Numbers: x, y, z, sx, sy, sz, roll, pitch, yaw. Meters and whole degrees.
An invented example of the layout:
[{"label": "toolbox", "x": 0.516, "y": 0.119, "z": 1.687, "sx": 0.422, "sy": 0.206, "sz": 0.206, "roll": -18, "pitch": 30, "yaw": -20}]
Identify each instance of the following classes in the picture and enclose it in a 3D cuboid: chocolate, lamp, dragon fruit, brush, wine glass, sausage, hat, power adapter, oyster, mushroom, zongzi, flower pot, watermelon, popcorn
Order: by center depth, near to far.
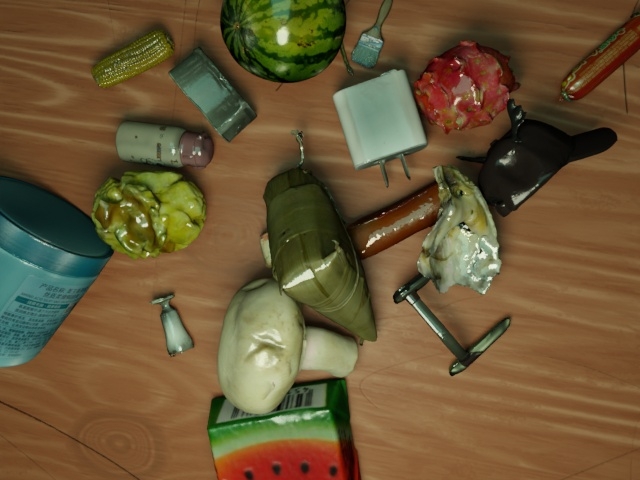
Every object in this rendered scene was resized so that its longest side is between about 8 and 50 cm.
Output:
[{"label": "hat", "x": 0.479, "y": -0.220, "z": 1.170, "sx": 0.336, "sy": 0.238, "sz": 0.209, "roll": -33, "pitch": 86, "yaw": -9}, {"label": "oyster", "x": 0.311, "y": -0.010, "z": 1.172, "sx": 0.275, "sy": 0.100, "sz": 0.271, "roll": 29, "pitch": 81, "yaw": -30}, {"label": "watermelon", "x": -0.083, "y": -0.508, "z": 1.178, "sx": 0.285, "sy": 0.285, "sz": 0.285, "roll": 0, "pitch": 92, "yaw": 5}, {"label": "dragon fruit", "x": 0.354, "y": -0.361, "z": 1.189, "sx": 0.268, "sy": 0.205, "sz": 0.210, "roll": -13, "pitch": 129, "yaw": -16}, {"label": "sausage", "x": 0.676, "y": -0.425, "z": 1.217, "sx": 0.264, "sy": 0.083, "sz": 0.083, "roll": -42, "pitch": 88, "yaw": 6}, {"label": "mushroom", "x": -0.119, "y": 0.246, "z": 1.218, "sx": 0.315, "sy": 0.356, "sz": 0.315, "roll": -5, "pitch": 78, "yaw": 26}, {"label": "zongzi", "x": 0.000, "y": 0.000, "z": 1.236, "sx": 0.182, "sy": 0.418, "sz": 0.447, "roll": -25, "pitch": 48, "yaw": 14}, {"label": "power adapter", "x": 0.155, "y": -0.260, "z": 1.245, "sx": 0.187, "sy": 0.124, "sz": 0.255, "roll": -18, "pitch": 91, "yaw": 7}, {"label": "lamp", "x": 0.330, "y": 0.178, "z": 1.247, "sx": 0.203, "sy": 0.124, "sz": 0.283, "roll": -39, "pitch": 91, "yaw": -5}, {"label": "popcorn", "x": -0.423, "y": -0.067, "z": 1.249, "sx": 0.258, "sy": 0.270, "sz": 0.223, "roll": -6, "pitch": 87, "yaw": 49}, {"label": "sausage", "x": 0.212, "y": -0.056, "z": 1.259, "sx": 0.330, "sy": 0.102, "sz": 0.102, "roll": -27, "pitch": 89, "yaw": 4}, {"label": "chocolate", "x": -0.087, "y": 0.550, "z": 1.269, "sx": 0.360, "sy": 0.161, "sz": 0.341, "roll": -11, "pitch": 94, "yaw": 5}, {"label": "flower pot", "x": -0.271, "y": -0.369, "z": 1.287, "sx": 0.108, "sy": 0.103, "sz": 0.229, "roll": -41, "pitch": 88, "yaw": 4}, {"label": "brush", "x": 0.142, "y": -0.536, "z": 1.290, "sx": 0.070, "sy": 0.021, "sz": 0.196, "roll": 24, "pitch": 91, "yaw": 5}, {"label": "wine glass", "x": -0.390, "y": 0.222, "z": 1.334, "sx": 0.072, "sy": 0.072, "sz": 0.155, "roll": -21, "pitch": 89, "yaw": 5}]

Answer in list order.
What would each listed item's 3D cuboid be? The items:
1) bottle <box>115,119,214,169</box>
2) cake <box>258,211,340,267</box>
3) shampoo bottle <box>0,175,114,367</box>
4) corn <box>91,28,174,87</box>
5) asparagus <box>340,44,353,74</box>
[{"label": "bottle", "x": -0.390, "y": -0.241, "z": 1.298, "sx": 0.233, "sy": 0.110, "sz": 0.109, "roll": 8, "pitch": 92, "yaw": 4}, {"label": "cake", "x": -0.045, "y": 0.004, "z": 1.288, "sx": 0.226, "sy": 0.090, "sz": 0.109, "roll": -18, "pitch": 86, "yaw": 4}, {"label": "shampoo bottle", "x": -0.742, "y": 0.077, "z": 1.229, "sx": 0.331, "sy": 0.331, "sz": 0.342, "roll": 38, "pitch": 96, "yaw": 3}, {"label": "corn", "x": -0.486, "y": -0.466, "z": 1.315, "sx": 0.231, "sy": 0.080, "sz": 0.080, "roll": -26, "pitch": 89, "yaw": 4}, {"label": "asparagus", "x": 0.061, "y": -0.474, "z": 1.299, "sx": 0.014, "sy": 0.015, "sz": 0.114, "roll": -20, "pitch": 92, "yaw": -29}]
